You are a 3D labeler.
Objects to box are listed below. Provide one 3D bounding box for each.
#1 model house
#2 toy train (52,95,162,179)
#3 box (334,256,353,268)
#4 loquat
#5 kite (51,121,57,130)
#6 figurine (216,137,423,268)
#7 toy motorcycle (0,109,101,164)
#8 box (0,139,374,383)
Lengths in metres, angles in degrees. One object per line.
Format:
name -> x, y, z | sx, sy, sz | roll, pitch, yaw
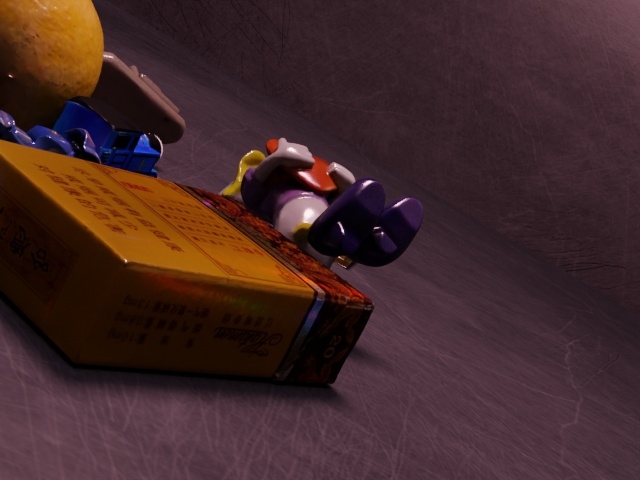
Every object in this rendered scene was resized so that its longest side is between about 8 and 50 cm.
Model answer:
model house -> -0.339, -0.239, 1.992 | 0.229, 0.122, 0.188 | 40, 6, -34
toy train -> -0.269, -0.105, 1.605 | 0.082, 0.131, 0.204 | 32, 11, 16
box -> 0.000, 0.000, 2.089 | 0.133, 0.023, 0.090 | 30, 10, 4
loquat -> -0.414, -0.261, 1.589 | 0.274, 0.275, 0.275 | 28, 11, -6
kite -> -0.345, -0.102, 1.575 | 0.004, 0.090, 0.122 | 44, -25, 18
figurine -> -0.046, -0.033, 1.712 | 0.154, 0.193, 0.421 | 22, 4, -37
toy motorcycle -> -0.322, -0.086, 1.430 | 0.205, 0.114, 0.076 | 18, 17, -48
box -> -0.157, 0.029, 1.323 | 0.264, 0.116, 0.415 | 35, 12, 33
